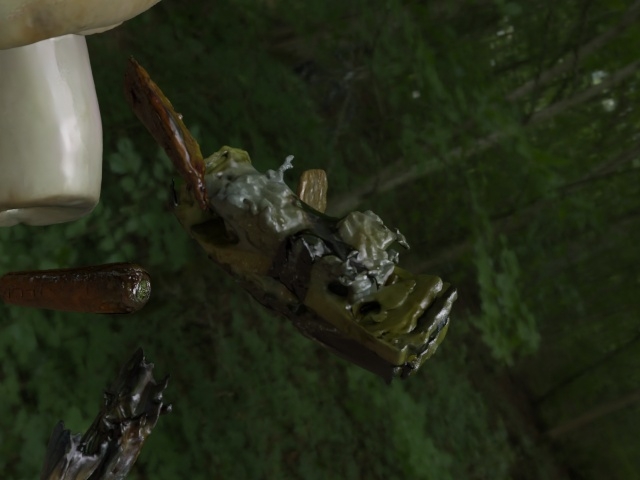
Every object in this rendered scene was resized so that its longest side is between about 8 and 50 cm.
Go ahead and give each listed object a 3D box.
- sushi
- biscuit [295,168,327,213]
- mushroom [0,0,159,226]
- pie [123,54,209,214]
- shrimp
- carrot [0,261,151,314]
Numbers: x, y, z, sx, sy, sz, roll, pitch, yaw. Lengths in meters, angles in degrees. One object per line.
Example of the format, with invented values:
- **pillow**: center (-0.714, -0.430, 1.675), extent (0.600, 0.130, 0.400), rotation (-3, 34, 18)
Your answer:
- **sushi**: center (-0.001, 0.004, 0.897), extent (0.291, 0.139, 0.131), rotation (32, -37, 23)
- **biscuit**: center (-0.011, -0.058, 1.261), extent (0.147, 0.018, 0.071), rotation (-21, 115, -78)
- **mushroom**: center (-0.256, -0.202, 0.677), extent (0.325, 0.353, 0.353), rotation (119, -46, -70)
- **pie**: center (-0.143, -0.112, 0.875), extent (0.191, 0.033, 0.088), rotation (53, -13, 35)
- **shrimp**: center (-0.258, 0.248, 1.024), extent (0.075, 0.289, 0.178), rotation (31, -7, 8)
- **carrot**: center (-0.257, 0.050, 1.009), extent (0.055, 0.162, 0.055), rotation (-1, 90, -80)
